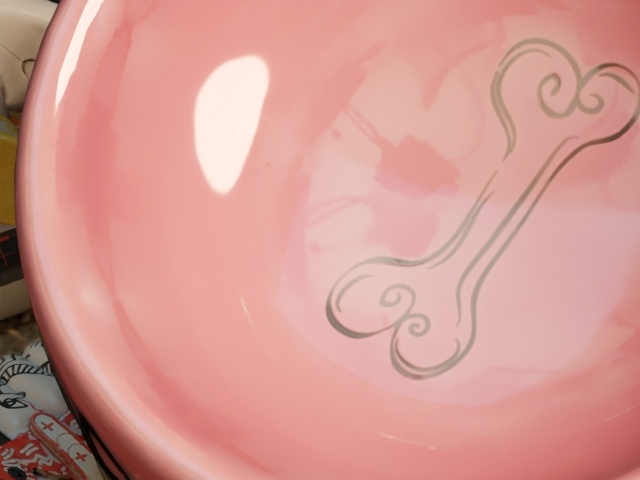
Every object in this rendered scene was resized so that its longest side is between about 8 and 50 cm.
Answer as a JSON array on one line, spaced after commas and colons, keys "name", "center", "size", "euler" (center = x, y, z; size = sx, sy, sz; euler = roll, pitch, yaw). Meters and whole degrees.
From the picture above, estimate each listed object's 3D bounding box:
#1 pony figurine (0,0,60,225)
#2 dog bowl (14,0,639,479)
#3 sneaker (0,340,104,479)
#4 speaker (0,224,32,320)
[{"name": "pony figurine", "center": [-0.241, -0.157, 0.979], "size": [0.303, 0.351, 0.363], "euler": [-48, 6, 3]}, {"name": "dog bowl", "center": [0.062, -0.025, 0.649], "size": [0.408, 0.150, 0.408], "euler": [-6, 67, 14]}, {"name": "sneaker", "center": [-0.134, 0.129, 0.726], "size": [0.145, 0.090, 0.270], "euler": [-23, 28, -15]}, {"name": "speaker", "center": [-0.162, 0.009, 0.990], "size": [0.136, 0.055, 0.055], "euler": [-20, 30, -16]}]
